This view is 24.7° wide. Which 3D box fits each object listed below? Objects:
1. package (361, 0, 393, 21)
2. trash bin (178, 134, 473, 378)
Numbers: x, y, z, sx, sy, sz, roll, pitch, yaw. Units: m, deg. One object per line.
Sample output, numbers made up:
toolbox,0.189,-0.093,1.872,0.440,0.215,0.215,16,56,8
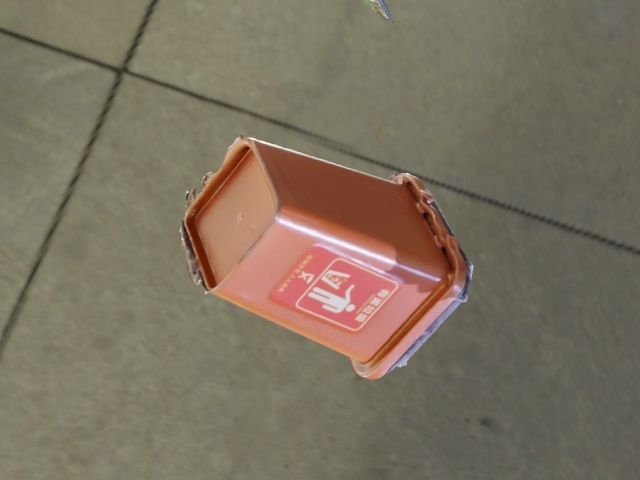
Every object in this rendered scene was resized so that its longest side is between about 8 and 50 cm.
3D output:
package,0.026,-0.197,1.113,0.015,0.037,0.110,-44,36,4
trash bin,0.000,0.000,1.361,0.161,0.239,0.184,-49,39,24
